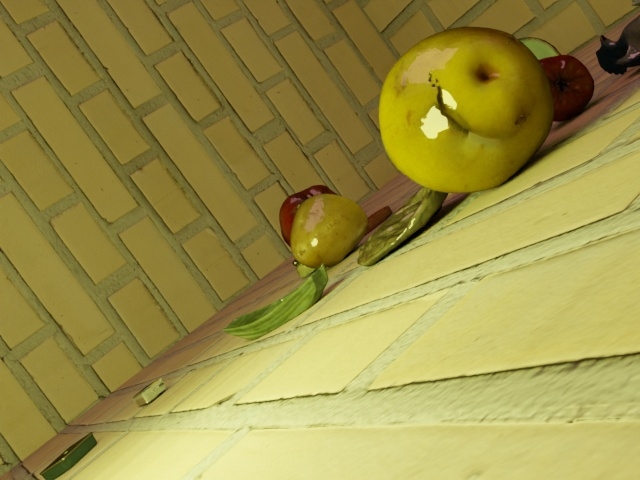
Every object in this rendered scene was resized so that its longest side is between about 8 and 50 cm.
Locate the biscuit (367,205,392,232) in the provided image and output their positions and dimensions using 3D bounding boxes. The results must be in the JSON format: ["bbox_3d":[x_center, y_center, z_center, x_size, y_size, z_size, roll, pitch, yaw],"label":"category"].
[{"bbox_3d":[0.136,-0.047,2.090,0.142,0.029,0.220,-34,3,37],"label":"biscuit"}]

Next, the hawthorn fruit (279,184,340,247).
[{"bbox_3d":[-0.027,-0.048,2.316,0.224,0.224,0.261,-37,-10,-28],"label":"hawthorn fruit"}]

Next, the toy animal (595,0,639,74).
[{"bbox_3d":[0.626,-0.386,1.374,0.239,0.176,0.255,-41,39,-23],"label":"toy animal"}]

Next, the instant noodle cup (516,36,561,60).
[{"bbox_3d":[0.437,-0.355,1.716,0.243,0.243,0.231,-36,10,-1],"label":"instant noodle cup"}]

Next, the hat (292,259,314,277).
[{"bbox_3d":[-0.034,0.063,2.047,0.077,0.059,0.076,-32,7,-4],"label":"hat"}]

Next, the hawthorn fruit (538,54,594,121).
[{"bbox_3d":[0.447,-0.287,1.385,0.125,0.125,0.140,-33,-5,42],"label":"hawthorn fruit"}]

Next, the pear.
[{"bbox_3d":[0.239,-0.197,1.230,0.285,0.285,0.336,-36,-27,2],"label":"pear"}]

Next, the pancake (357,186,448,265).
[{"bbox_3d":[0.158,-0.029,1.383,0.242,0.050,0.242,-44,2,2],"label":"pancake"}]

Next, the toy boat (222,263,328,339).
[{"bbox_3d":[-0.085,0.135,1.467,0.293,0.055,0.093,-33,5,39],"label":"toy boat"}]

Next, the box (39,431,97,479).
[{"bbox_3d":[-0.558,0.483,1.650,0.091,0.031,0.126,-35,3,19],"label":"box"}]

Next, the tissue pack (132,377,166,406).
[{"bbox_3d":[-0.407,0.364,1.768,0.063,0.035,0.083,-38,2,-33],"label":"tissue pack"}]

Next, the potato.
[{"bbox_3d":[0.000,0.000,1.804,0.203,0.178,0.158,-6,35,30],"label":"potato"}]
